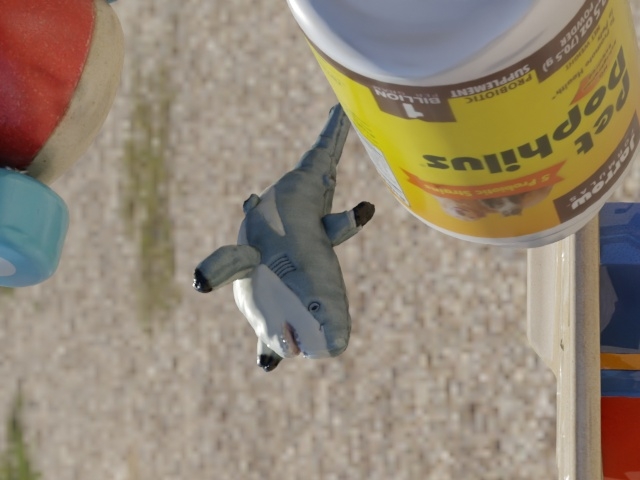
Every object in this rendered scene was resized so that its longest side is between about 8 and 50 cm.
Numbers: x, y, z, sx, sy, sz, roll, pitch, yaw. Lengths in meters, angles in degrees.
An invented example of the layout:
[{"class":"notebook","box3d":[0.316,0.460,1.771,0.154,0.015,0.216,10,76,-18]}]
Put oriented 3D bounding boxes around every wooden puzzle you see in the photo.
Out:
[{"class":"wooden puzzle","box3d":[0.176,0.115,1.168,0.322,0.080,0.348,82,-174,-52]}]

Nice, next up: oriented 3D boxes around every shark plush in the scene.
[{"class":"shark plush","box3d":[0.000,0.000,0.953,0.073,0.067,0.161,61,-147,-27]}]

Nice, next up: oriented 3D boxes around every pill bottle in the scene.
[{"class":"pill bottle","box3d":[0.063,-0.072,0.744,0.215,0.117,0.117,55,-157,-64]}]

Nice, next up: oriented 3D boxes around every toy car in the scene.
[{"class":"toy car","box3d":[-0.247,-0.107,1.033,0.210,0.238,0.219,-19,51,51]}]
